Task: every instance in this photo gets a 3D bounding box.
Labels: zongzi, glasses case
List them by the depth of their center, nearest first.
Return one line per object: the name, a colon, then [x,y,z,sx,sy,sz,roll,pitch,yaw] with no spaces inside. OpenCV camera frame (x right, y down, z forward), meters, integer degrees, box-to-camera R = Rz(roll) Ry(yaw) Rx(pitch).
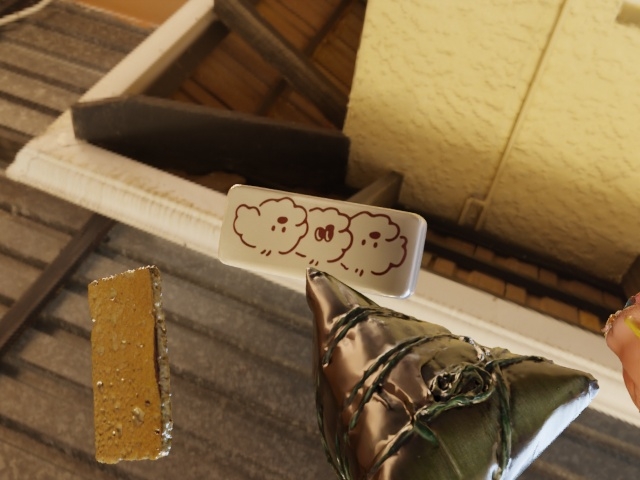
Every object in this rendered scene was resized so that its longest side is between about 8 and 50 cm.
zongzi: [0.107,0.258,0.902,0.319,0.362,0.383,-24,-149,-26]
glasses case: [0.000,0.000,1.188,0.336,0.144,0.076,10,-178,17]

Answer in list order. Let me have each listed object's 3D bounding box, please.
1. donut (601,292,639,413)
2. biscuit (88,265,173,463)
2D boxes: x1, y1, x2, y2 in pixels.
donut: [0.286,0.072,0.442,0.199,0.233,0.085,8,-117,-8]
biscuit: [-0.234,0.152,0.878,0.025,0.131,0.231,11,-110,-53]
